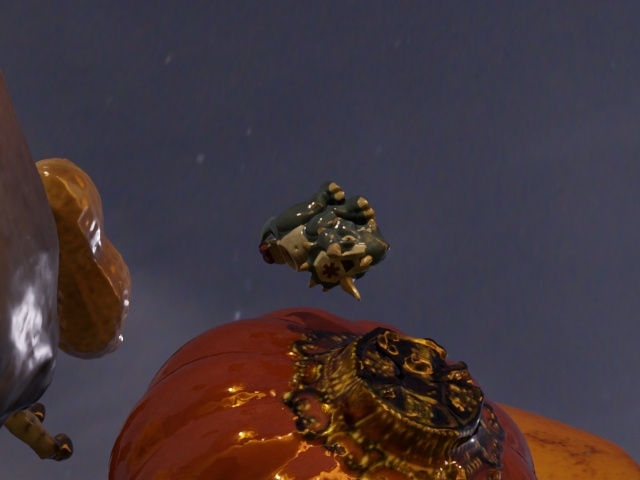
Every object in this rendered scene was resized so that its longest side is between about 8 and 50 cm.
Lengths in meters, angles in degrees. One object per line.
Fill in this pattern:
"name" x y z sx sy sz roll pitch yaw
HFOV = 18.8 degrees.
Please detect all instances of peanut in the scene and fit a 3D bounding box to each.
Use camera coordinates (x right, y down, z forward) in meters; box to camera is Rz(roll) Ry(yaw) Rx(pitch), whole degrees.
"peanut" -0.209 0.020 1.611 0.089 0.089 0.192 -10 -61 14

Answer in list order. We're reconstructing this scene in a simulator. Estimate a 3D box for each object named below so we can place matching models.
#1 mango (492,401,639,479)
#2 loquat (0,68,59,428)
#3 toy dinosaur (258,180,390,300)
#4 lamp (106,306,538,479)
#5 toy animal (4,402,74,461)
"mango" 0.126 0.212 1.250 0.199 0.350 0.201 17 -72 -51
"loquat" -0.186 -0.008 0.663 0.179 0.179 0.227 -17 -79 18
"toy dinosaur" 0.000 0.000 0.897 0.047 0.083 0.030 -33 -59 -17
"lamp" 0.006 0.132 0.932 0.223 0.223 0.196 26 -56 -7
"toy animal" -0.223 0.099 1.096 0.073 0.217 0.176 5 -31 43
